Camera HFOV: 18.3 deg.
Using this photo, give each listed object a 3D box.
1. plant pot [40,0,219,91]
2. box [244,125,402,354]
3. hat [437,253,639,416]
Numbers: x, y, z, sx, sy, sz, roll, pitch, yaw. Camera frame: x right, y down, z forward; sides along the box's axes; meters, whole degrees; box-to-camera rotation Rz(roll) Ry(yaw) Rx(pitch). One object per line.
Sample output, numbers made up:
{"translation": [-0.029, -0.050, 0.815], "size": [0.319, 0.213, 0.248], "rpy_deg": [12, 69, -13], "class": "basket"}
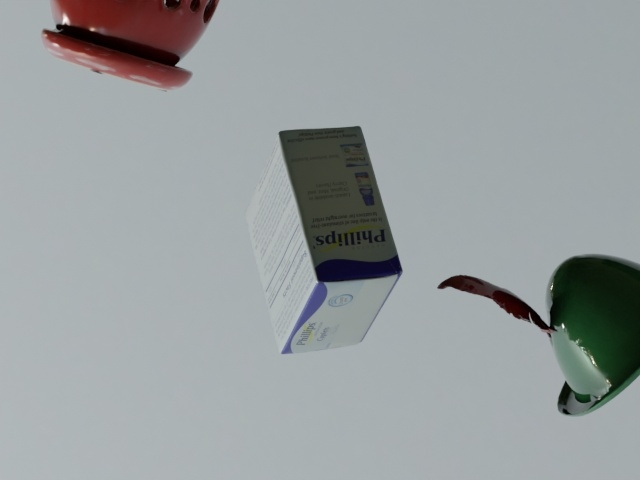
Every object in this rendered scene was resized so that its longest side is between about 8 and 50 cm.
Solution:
{"translation": [-0.206, -0.262, 2.140], "size": [0.191, 0.191, 0.174], "rpy_deg": [23, -83, 49], "class": "plant pot"}
{"translation": [0.000, 0.000, 1.565], "size": [0.072, 0.126, 0.137], "rpy_deg": [-5, -117, -19], "class": "box"}
{"translation": [0.200, 0.031, 1.682], "size": [0.173, 0.183, 0.208], "rpy_deg": [-51, -174, -6], "class": "hat"}
